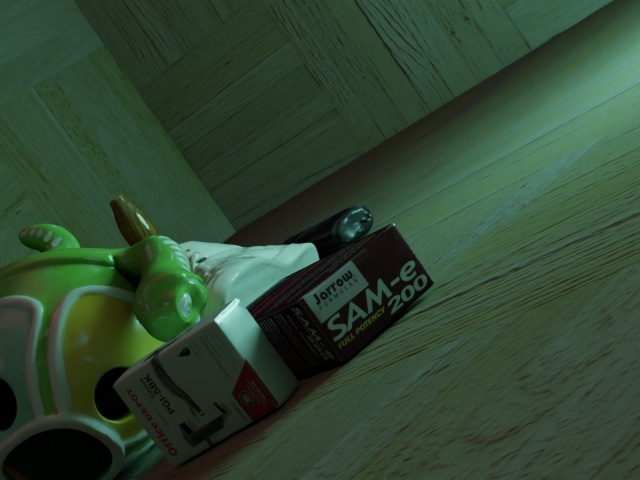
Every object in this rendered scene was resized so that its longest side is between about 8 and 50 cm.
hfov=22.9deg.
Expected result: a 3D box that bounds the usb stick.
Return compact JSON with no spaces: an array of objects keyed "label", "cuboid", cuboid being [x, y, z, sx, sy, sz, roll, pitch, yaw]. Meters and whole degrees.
[{"label":"usb stick","cuboid":[0.000,0.000,2.352,0.077,0.045,0.278,-44,8,-22]}]

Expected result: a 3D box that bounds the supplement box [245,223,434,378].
[{"label":"supplement box","cuboid":[-0.010,0.072,1.498,0.130,0.073,0.239,-38,5,-29]}]

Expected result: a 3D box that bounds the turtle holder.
[{"label":"turtle holder","cuboid":[-0.233,0.135,1.619,0.320,0.243,0.227,-17,41,11]}]

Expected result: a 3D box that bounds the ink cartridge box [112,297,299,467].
[{"label":"ink cartridge box","cuboid":[-0.104,0.130,1.422,0.135,0.099,0.056,-34,6,29]}]

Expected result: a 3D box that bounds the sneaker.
[{"label":"sneaker","cuboid":[-0.120,0.063,1.813,0.169,0.108,0.292,-1,7,17]}]

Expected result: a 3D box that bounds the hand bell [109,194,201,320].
[{"label":"hand bell","cuboid":[-0.189,0.048,1.977,0.126,0.242,0.126,-35,5,4]}]
